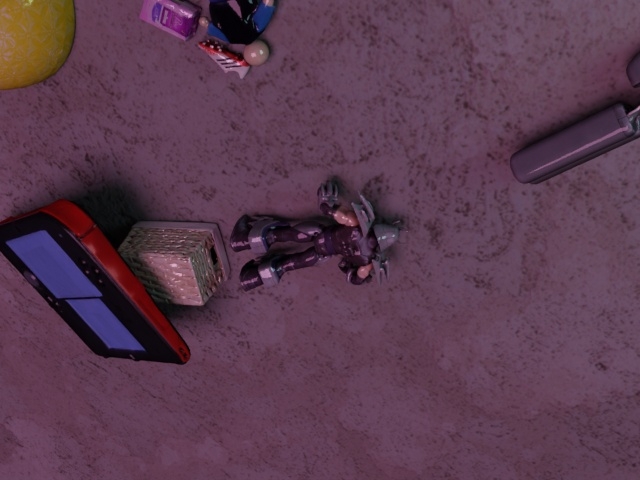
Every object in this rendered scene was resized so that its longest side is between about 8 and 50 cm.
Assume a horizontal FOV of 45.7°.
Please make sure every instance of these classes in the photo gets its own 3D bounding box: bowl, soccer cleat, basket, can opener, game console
[{"bbox_3d":[-0.534,-0.344,1.138,0.289,0.156,0.290,10,125,14],"label":"bowl"},{"bbox_3d":[-0.144,-0.266,1.118,0.083,0.029,0.036,23,123,0],"label":"soccer cleat"},{"bbox_3d":[-0.258,0.040,1.316,0.167,0.103,0.113,1,123,19],"label":"basket"},{"bbox_3d":[0.370,-0.169,0.972,0.283,0.076,0.095,-26,77,33],"label":"can opener"},{"bbox_3d":[-0.422,0.089,1.355,0.386,0.060,0.342,-7,121,52],"label":"game console"}]

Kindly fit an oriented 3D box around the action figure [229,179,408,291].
[{"bbox_3d":[0.000,0.000,1.200,0.284,0.099,0.185,-8,112,21],"label":"action figure"}]

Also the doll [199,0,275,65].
[{"bbox_3d":[-0.117,-0.331,1.053,0.129,0.046,0.189,-8,118,26],"label":"doll"}]

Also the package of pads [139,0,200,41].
[{"bbox_3d":[-0.219,-0.329,1.103,0.083,0.032,0.050,27,130,2],"label":"package of pads"}]
